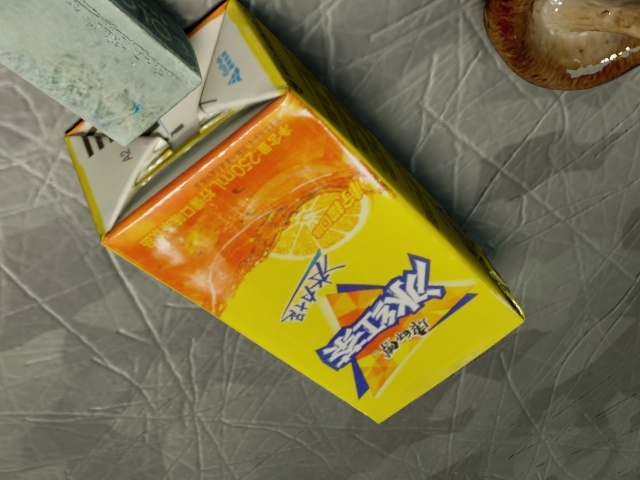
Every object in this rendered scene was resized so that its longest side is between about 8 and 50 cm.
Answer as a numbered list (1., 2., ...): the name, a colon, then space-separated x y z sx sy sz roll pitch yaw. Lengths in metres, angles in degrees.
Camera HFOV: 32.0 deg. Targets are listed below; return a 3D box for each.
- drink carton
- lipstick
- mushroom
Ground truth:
1. drink carton: 0.000 0.000 0.791 0.154 0.111 0.351 -37 139 11
2. lipstick: -0.174 -0.150 0.564 0.076 0.077 0.289 -40 139 13
3. mushroom: 0.244 -0.134 0.705 0.227 0.217 0.148 -31 139 3
